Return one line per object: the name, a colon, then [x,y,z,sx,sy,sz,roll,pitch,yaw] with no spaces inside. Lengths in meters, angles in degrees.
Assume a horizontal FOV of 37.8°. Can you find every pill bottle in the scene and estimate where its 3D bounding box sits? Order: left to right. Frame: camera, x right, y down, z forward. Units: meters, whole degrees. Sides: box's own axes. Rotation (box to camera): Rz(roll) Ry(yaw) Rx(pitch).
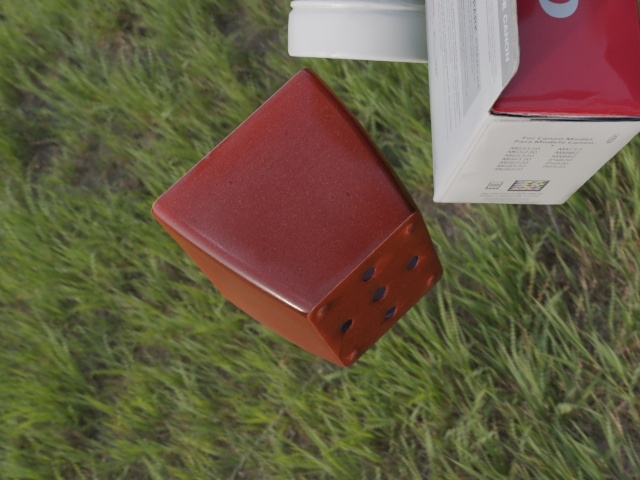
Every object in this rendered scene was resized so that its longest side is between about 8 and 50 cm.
pill bottle: [0.059,-0.381,1.026,0.204,0.204,0.360,12,104,40]

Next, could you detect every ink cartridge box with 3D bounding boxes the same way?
ink cartridge box: [0.173,-0.215,0.772,0.130,0.272,0.309,1,75,-5]

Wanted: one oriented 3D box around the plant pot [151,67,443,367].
plant pot: [0.000,0.000,1.179,0.267,0.267,0.236,-43,59,-7]
